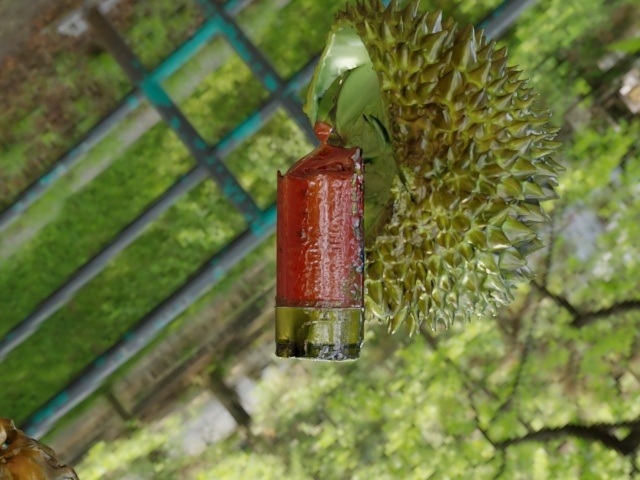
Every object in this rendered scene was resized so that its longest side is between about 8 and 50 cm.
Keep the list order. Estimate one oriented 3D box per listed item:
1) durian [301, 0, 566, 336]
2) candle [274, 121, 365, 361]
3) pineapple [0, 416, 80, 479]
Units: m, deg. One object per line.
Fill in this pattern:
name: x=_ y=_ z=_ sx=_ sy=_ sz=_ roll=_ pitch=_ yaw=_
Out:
durian: x=0.067 y=-0.046 z=0.895 sx=0.176 sy=0.237 sz=0.200 roll=19 pitch=135 yaw=-31
candle: x=0.000 y=0.000 z=0.718 sx=0.052 sy=0.131 sz=0.052 roll=1 pitch=178 yaw=0
pineapple: x=-0.300 y=0.258 z=0.821 sx=0.352 sy=0.352 sz=0.300 roll=-47 pitch=-147 yaw=48
